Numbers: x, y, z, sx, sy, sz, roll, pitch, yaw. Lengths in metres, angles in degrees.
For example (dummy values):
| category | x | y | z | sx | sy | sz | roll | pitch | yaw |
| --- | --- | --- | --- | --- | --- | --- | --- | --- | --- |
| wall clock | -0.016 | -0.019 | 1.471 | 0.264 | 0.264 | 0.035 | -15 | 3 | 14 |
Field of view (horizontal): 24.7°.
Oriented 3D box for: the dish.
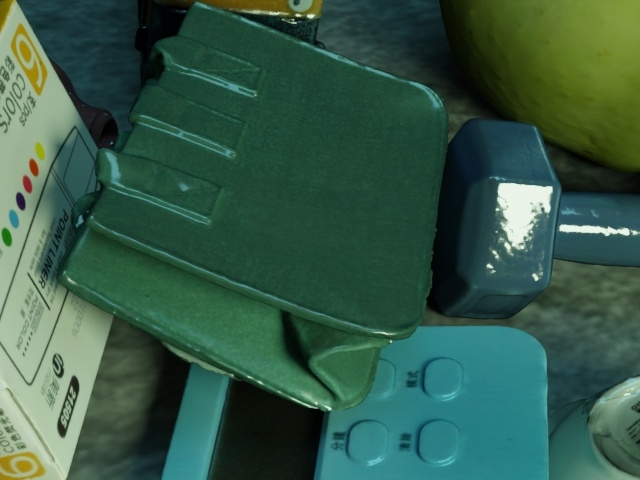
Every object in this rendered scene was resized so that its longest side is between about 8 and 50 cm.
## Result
| category | x | y | z | sx | sy | sz | roll | pitch | yaw |
| --- | --- | --- | --- | --- | --- | --- | --- | --- | --- |
| dish | 0.247 | 0.145 | 0.984 | 0.246 | 0.078 | 0.224 | -22 | 37 | -14 |

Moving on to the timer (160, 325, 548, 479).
| category | x | y | z | sx | sy | sz | roll | pitch | yaw |
| --- | --- | --- | --- | --- | --- | --- | --- | --- | --- |
| timer | 0.020 | 0.147 | 0.964 | 0.250 | 0.091 | 0.232 | 7 | 40 | 1 |

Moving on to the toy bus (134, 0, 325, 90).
| category | x | y | z | sx | sy | sz | roll | pitch | yaw |
| --- | --- | --- | --- | --- | --- | --- | --- | --- | --- |
| toy bus | -0.090 | -0.266 | 1.334 | 0.162 | 0.194 | 0.323 | 4 | 38 | -12 |

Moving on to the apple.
| category | x | y | z | sx | sy | sz | roll | pitch | yaw |
| --- | --- | --- | --- | --- | --- | --- | --- | --- | --- |
| apple | 0.311 | -0.280 | 1.255 | 0.474 | 0.473 | 0.473 | 8 | 40 | -7 |

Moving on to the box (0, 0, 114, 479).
| category | x | y | z | sx | sy | sz | roll | pitch | yaw |
| --- | --- | --- | --- | --- | --- | --- | --- | --- | --- |
| box | -0.221 | -0.001 | 0.965 | 0.091 | 0.220 | 0.274 | -13 | 39 | 15 |

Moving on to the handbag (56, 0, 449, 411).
| category | x | y | z | sx | sy | sz | roll | pitch | yaw |
| --- | --- | --- | --- | --- | --- | --- | --- | --- | --- |
| handbag | -0.037 | -0.036 | 1.041 | 0.238 | 0.089 | 0.326 | 23 | 36 | -6 |

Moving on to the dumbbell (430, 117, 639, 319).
| category | x | y | z | sx | sy | sz | roll | pitch | yaw |
| --- | --- | --- | --- | --- | --- | --- | --- | --- | --- |
| dumbbell | 0.247 | -0.009 | 1.164 | 0.325 | 0.160 | 0.144 | 4 | 10 | -13 |

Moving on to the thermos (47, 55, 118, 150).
| category | x | y | z | sx | sy | sz | roll | pitch | yaw |
| --- | --- | --- | --- | --- | --- | --- | --- | --- | --- |
| thermos | -0.300 | -0.124 | 1.191 | 0.330 | 0.136 | 0.109 | 27 | 69 | 16 |
